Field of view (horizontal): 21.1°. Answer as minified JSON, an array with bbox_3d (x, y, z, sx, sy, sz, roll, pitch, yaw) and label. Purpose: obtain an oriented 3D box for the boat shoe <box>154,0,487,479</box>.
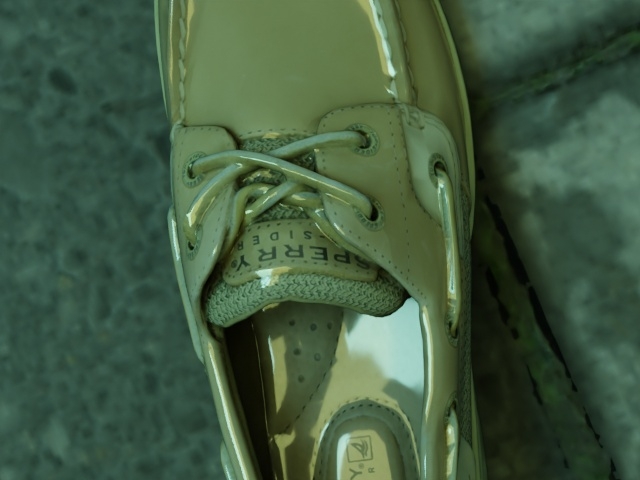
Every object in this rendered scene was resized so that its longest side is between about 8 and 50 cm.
[{"bbox_3d":[0.000,0.000,0.585,0.109,0.098,0.302,-8,92,8],"label":"boat shoe"}]
